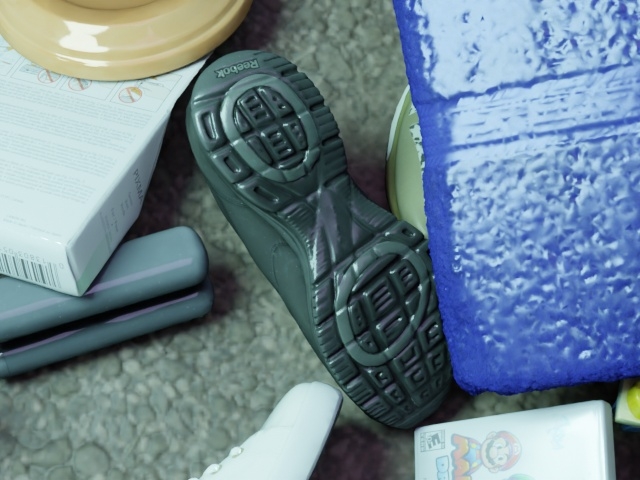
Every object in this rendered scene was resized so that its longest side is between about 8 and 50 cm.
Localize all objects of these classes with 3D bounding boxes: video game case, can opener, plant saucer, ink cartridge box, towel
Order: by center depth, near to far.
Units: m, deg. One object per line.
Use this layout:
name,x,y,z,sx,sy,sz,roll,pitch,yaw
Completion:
towel,0.175,-0.062,1.062,0.227,0.076,0.308,-8,88,23
video game case,0.128,0.191,1.079,0.143,0.019,0.157,-13,66,31
can opener,-0.203,0.076,1.105,0.283,0.076,0.095,-17,52,-10
ink cartridge box,-0.198,-0.072,1.161,0.181,0.056,0.225,15,46,18
plant saucer,-0.147,-0.201,1.207,0.200,0.037,0.200,-1,52,1

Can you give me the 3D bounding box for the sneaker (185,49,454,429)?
sneaker,0.000,0.000,1.140,0.109,0.130,0.286,-30,97,-15

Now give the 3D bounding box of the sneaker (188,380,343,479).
sneaker,-0.097,0.192,1.058,0.123,0.106,0.290,34,72,6

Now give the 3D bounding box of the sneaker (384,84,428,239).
sneaker,0.171,-0.163,1.169,0.158,0.182,0.410,26,71,6

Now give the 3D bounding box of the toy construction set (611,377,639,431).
toy construction set,0.326,0.202,1.072,0.327,0.151,0.215,19,69,15
